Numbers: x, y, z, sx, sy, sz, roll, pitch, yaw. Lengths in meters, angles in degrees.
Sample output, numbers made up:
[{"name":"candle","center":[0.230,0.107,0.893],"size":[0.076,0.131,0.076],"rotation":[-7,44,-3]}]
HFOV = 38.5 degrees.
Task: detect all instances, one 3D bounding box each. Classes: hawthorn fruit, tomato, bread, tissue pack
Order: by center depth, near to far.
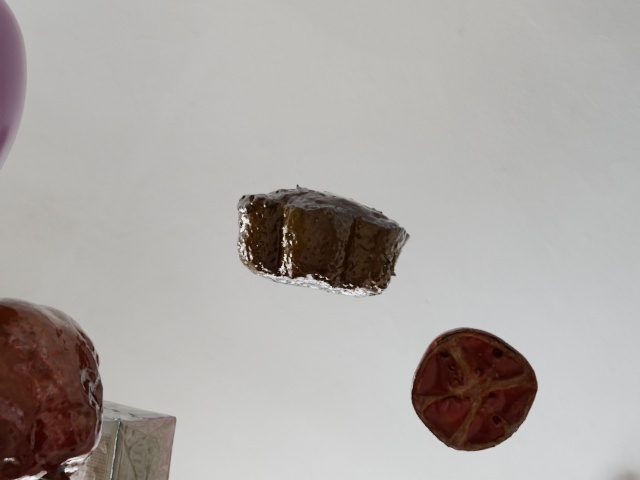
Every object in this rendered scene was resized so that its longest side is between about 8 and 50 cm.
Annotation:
[{"name":"hawthorn fruit","center":[-0.300,0.188,0.921],"size":[0.207,0.207,0.243],"rotation":[-46,-110,15]},{"name":"tomato","center":[0.186,0.182,1.143],"size":[0.156,0.069,0.155],"rotation":[0,-84,2]},{"name":"bread","center":[0.005,-0.001,1.255],"size":[0.232,0.247,0.135],"rotation":[5,-98,42]},{"name":"tissue pack","center":[-0.330,0.327,1.319],"size":[0.225,0.124,0.184],"rotation":[4,-93,37]}]

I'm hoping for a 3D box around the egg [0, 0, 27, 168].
[{"name":"egg","center":[-0.380,-0.137,0.875],"size":[0.196,0.196,0.271],"rotation":[-7,-97,4]}]
